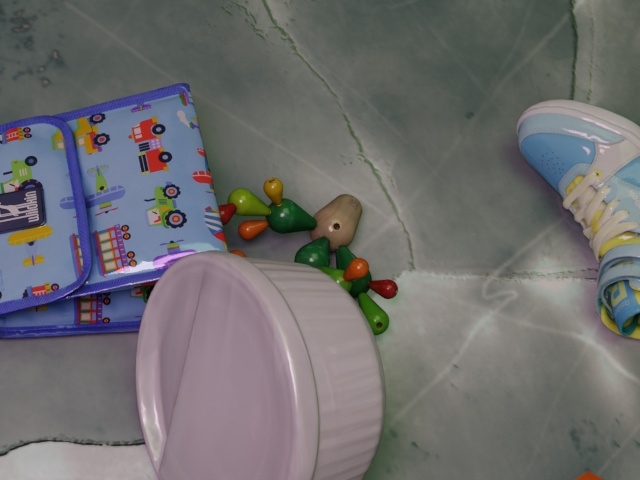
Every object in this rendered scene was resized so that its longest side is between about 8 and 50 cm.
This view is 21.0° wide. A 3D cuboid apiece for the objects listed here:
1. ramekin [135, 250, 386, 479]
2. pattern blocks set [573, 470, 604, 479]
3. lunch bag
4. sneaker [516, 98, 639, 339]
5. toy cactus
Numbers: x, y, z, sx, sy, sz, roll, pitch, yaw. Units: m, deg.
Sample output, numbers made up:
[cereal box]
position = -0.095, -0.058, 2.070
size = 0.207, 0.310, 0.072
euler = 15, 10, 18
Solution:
[ramekin]
position = -0.053, 0.139, 1.621
size = 0.127, 0.273, 0.272
euler = -6, 60, -38
[pattern blocks set]
position = 0.299, 0.371, 1.743
size = 0.325, 0.026, 0.285
euler = 12, 55, -15
[lunch bag]
position = -0.257, -0.017, 1.741
size = 0.293, 0.138, 0.221
euler = -9, 61, -12
[sneaker]
position = 0.330, -0.014, 1.953
size = 0.319, 0.127, 0.208
euler = 35, 51, 4
[toy cactus]
position = 0.000, 0.000, 1.831
size = 0.219, 0.112, 0.180
euler = 32, 38, 1
